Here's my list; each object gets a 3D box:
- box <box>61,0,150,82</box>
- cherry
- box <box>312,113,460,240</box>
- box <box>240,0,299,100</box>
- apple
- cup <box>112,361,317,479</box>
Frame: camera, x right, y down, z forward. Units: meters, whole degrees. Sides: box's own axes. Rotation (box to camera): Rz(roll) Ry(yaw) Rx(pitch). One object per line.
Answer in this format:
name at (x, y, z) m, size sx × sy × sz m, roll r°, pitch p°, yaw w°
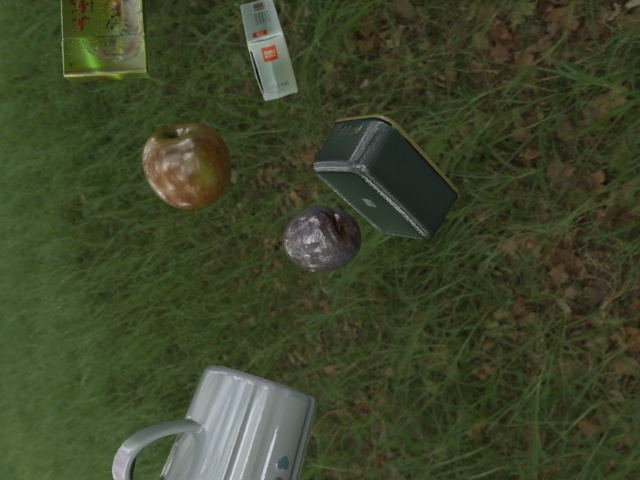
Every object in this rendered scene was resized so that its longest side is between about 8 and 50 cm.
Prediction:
box at (-0.459, -0.496, 1.194) m, size 0.043 × 0.172 × 0.312 m, roll 116°, pitch 149°, yaw -83°
cherry at (-0.004, 0.001, 1.208) m, size 0.176 × 0.176 × 0.140 m, roll -35°, pitch 64°, yaw 52°
box at (0.095, -0.088, 0.842) m, size 0.201 × 0.090 × 0.144 m, roll 40°, pitch 164°, yaw -31°
box at (-0.114, -0.423, 1.233) m, size 0.269 × 0.079 × 0.135 m, roll -104°, pitch -2°, yaw -51°
apple at (-0.289, -0.160, 1.231) m, size 0.188 × 0.188 × 0.174 m, roll 21°, pitch 132°, yaw 45°
cup at (-0.107, 0.257, 0.651) m, size 0.166 × 0.221 × 0.202 m, roll 12°, pitch 73°, yaw 19°
